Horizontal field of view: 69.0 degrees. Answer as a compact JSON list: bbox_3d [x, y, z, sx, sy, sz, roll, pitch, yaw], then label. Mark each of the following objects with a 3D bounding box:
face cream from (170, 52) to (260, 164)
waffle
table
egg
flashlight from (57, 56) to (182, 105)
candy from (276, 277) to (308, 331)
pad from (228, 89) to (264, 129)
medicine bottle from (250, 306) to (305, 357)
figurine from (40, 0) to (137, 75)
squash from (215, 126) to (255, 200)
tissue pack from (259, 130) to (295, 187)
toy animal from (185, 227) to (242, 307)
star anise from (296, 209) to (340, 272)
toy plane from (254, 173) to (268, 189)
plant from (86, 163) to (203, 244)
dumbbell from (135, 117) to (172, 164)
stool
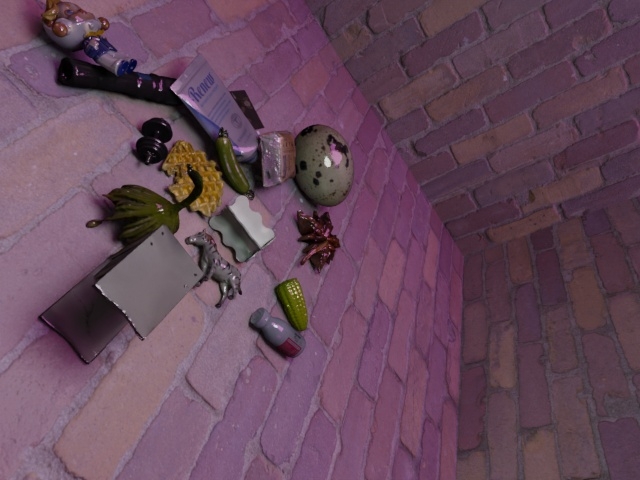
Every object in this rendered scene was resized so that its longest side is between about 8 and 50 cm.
[{"bbox_3d":[-0.370,-0.459,1.740,0.420,0.137,0.235,53,43,-35],"label":"face cream"},{"bbox_3d":[-0.432,-0.211,1.604,0.250,0.056,0.262,44,34,-33],"label":"waffle"},{"bbox_3d":[-0.276,-0.042,1.642,0.198,0.166,0.166,52,33,-8],"label":"table"},{"bbox_3d":[0.010,-0.341,2.138,0.287,0.287,0.380,-22,105,-59],"label":"egg"},{"bbox_3d":[-0.614,-0.498,1.481,0.423,0.103,0.103,-14,81,-57],"label":"flashlight"},{"bbox_3d":[-0.099,0.247,1.772,0.096,0.096,0.210,-24,97,-59],"label":"candy"},{"bbox_3d":[-0.324,-0.575,2.054,0.190,0.004,0.127,63,31,-7],"label":"pad"},{"bbox_3d":[-0.150,0.323,1.640,0.217,0.090,0.091,46,37,-28],"label":"medicine bottle"},{"bbox_3d":[-0.665,-0.582,1.349,0.274,0.133,0.194,26,38,-23],"label":"figurine"},{"bbox_3d":[-0.331,-0.273,1.724,0.071,0.080,0.319,-55,144,-33],"label":"squash"},{"bbox_3d":[-0.169,-0.337,1.900,0.257,0.122,0.215,-69,157,-75],"label":"tissue pack"},{"bbox_3d":[-0.346,0.094,1.505,0.255,0.089,0.170,60,28,-15],"label":"toy animal"},{"bbox_3d":[-0.002,-0.001,2.063,0.349,0.108,0.293,2,63,-55],"label":"star anise"},{"bbox_3d":[-0.241,-0.250,1.935,0.083,0.033,0.080,47,25,-28],"label":"toy plane"},{"bbox_3d":[-0.424,-0.062,1.279,0.251,0.333,0.181,40,53,-55],"label":"plant"},{"bbox_3d":[-0.530,-0.319,1.486,0.099,0.099,0.209,37,41,-39],"label":"dumbbell"},{"bbox_3d":[-0.472,0.127,1.137,0.170,0.243,0.270,55,33,-17],"label":"stool"}]
